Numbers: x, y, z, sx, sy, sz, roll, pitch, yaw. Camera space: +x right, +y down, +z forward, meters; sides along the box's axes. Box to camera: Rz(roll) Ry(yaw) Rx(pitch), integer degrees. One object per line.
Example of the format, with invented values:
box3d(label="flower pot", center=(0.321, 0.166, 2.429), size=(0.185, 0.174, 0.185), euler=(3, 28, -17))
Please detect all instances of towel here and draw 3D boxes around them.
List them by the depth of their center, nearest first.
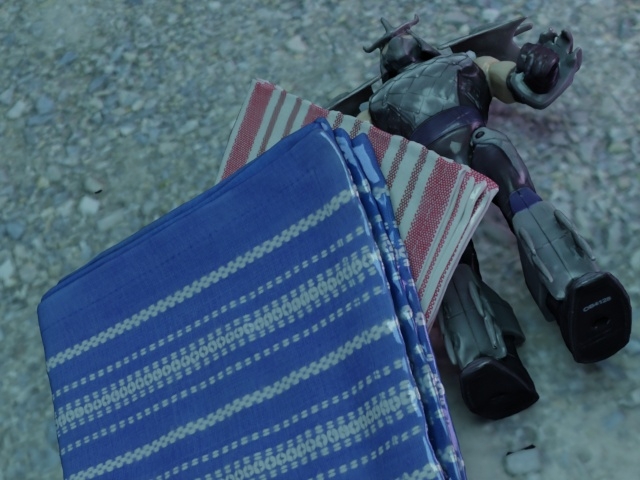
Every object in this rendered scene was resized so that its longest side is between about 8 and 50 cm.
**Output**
box3d(label="towel", center=(-0.041, 0.127, 0.557), size=(0.243, 0.040, 0.336), euler=(-28, 61, 25))
box3d(label="towel", center=(0.000, 0.000, 0.627), size=(0.197, 0.029, 0.144), euler=(30, 102, 45))

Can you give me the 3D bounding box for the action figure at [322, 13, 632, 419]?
box3d(label="action figure", center=(0.084, -0.045, 0.661), size=(0.185, 0.099, 0.285), euler=(-32, 50, 15))
